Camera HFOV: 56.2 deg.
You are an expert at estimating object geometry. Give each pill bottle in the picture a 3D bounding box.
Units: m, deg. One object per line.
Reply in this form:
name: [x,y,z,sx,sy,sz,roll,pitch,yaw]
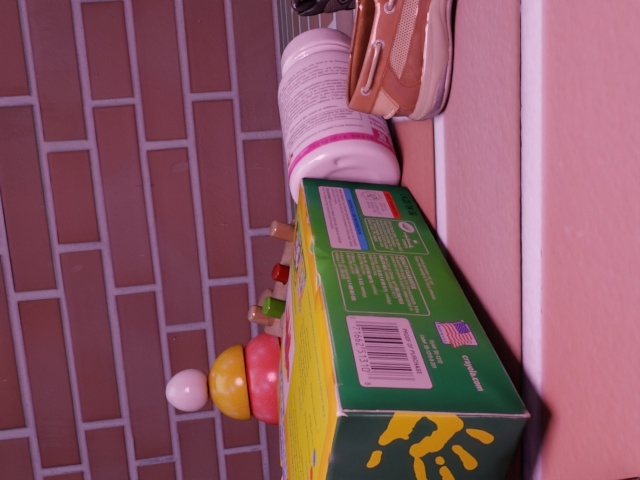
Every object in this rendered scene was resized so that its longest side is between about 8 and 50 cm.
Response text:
pill bottle: [0.018,-0.188,0.928,0.160,0.161,0.283,95,168,-55]

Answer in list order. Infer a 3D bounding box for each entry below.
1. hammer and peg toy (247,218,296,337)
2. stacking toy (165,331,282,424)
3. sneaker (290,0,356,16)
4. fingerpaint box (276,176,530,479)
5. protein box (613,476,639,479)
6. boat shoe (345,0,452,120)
hammer and peg toy: [-0.054,0.067,1.224,0.361,0.127,0.265,-4,71,65]
stacking toy: [-0.189,0.384,1.680,0.350,0.480,0.350,176,90,-83]
sneaker: [0.014,-0.410,0.959,0.227,0.130,0.087,-104,13,-63]
fingerpaint box: [0.047,0.183,0.715,0.444,0.163,0.370,-101,17,-62]
protein box: [0.141,0.285,0.350,0.201,0.136,0.199,-102,10,-46]
boat shoe: [0.072,-0.280,0.608,0.123,0.117,0.324,-113,19,-68]
